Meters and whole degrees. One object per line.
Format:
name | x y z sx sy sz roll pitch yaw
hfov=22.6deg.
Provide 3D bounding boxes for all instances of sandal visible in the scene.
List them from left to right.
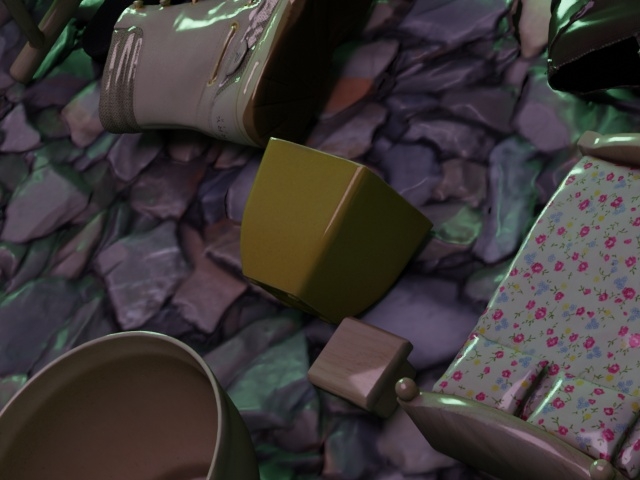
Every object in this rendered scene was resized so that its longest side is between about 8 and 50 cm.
sandal | -0.116 -0.207 1.225 0.179 0.040 0.067 -52 38 7

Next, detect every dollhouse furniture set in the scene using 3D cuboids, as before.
dollhouse furniture set | 0.173 -0.030 0.783 0.355 0.174 0.303 18 66 41

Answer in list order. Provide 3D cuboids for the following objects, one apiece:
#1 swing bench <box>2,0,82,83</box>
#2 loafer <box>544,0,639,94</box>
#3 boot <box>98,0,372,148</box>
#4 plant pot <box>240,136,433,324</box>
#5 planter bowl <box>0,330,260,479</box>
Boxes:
swing bench | -0.257 -0.310 1.237 0.253 0.165 0.254 35 78 18
loafer | 0.219 -0.105 0.892 0.220 0.080 0.078 3 62 46
boot | -0.056 -0.160 1.113 0.165 0.077 0.213 6 62 39
plant pot | 0.000 0.000 0.945 0.081 0.081 0.083 21 79 42
planter bowl | -0.097 0.146 0.865 0.162 0.109 0.162 -17 48 20
